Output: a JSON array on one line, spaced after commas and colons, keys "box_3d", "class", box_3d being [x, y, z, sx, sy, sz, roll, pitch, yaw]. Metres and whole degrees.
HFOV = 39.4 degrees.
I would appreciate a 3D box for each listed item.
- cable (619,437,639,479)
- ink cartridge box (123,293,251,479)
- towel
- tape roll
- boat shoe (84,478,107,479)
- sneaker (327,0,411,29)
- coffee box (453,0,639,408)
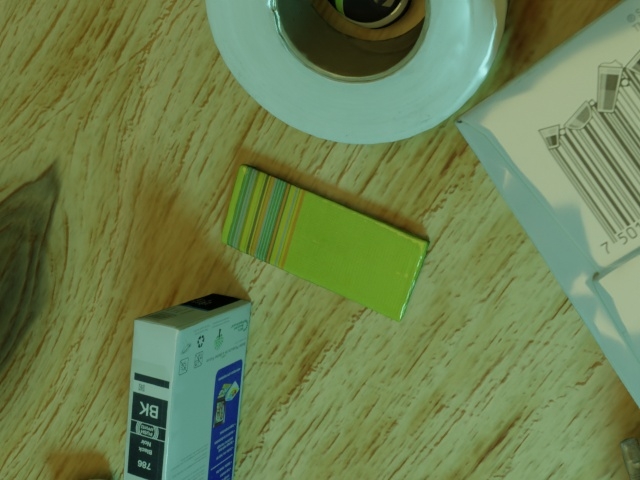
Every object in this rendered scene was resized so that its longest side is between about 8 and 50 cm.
[{"box_3d": [0.388, 0.289, 0.765, 0.257, 0.089, 0.256, -6, 96, 33], "class": "cable"}, {"box_3d": [-0.155, 0.236, 1.021, 0.065, 0.165, 0.332, 9, 99, 22], "class": "ink cartridge box"}, {"box_3d": [0.000, 0.000, 1.005, 0.237, 0.021, 0.102, 23, 111, 18], "class": "towel"}, {"box_3d": [0.036, -0.238, 0.850, 0.286, 0.100, 0.286, 8, 126, 11], "class": "tape roll"}, {"box_3d": [-0.264, 0.438, 1.130, 0.096, 0.098, 0.276, -20, 88, 25], "class": "boat shoe"}, {"box_3d": [-0.005, -0.311, 0.921, 0.084, 0.097, 0.234, -44, 79, 22], "class": "sneaker"}, {"box_3d": [0.357, -0.051, 0.673, 0.338, 0.334, 0.338, -34, 85, 22], "class": "coffee box"}]
